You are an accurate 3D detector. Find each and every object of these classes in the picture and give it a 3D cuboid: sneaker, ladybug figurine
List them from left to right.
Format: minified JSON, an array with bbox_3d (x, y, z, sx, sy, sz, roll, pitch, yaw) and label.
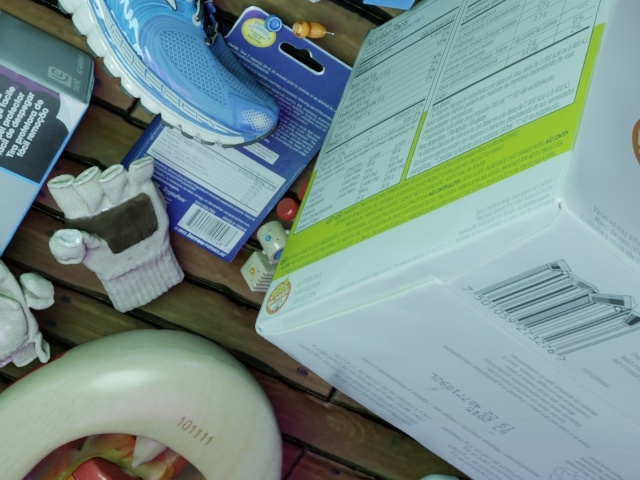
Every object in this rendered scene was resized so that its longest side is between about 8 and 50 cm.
[{"bbox_3d":[-0.227,0.248,1.538,0.305,0.162,0.449,38,110,-24],"label":"ladybug figurine"},{"bbox_3d":[-0.135,-0.216,1.282,0.147,0.130,0.330,-38,107,10],"label":"sneaker"}]

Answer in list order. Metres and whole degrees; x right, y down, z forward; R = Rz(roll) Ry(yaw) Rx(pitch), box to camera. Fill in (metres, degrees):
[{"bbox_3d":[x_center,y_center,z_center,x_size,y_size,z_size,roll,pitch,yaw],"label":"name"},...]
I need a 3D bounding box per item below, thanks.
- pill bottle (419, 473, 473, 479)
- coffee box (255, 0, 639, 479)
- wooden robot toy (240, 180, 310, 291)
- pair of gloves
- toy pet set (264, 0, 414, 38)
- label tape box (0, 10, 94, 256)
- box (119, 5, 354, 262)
[{"bbox_3d":[0.247,0.360,1.633,0.334,0.188,0.188,13,118,-13],"label":"pill bottle"},{"bbox_3d":[0.217,-0.019,1.258,0.337,0.334,0.338,36,144,-23],"label":"coffee box"},{"bbox_3d":[0.000,0.000,1.447,0.173,0.079,0.076,-39,148,17],"label":"wooden robot toy"},{"bbox_3d":[-0.236,0.030,1.381,0.240,0.042,0.204,-26,142,-14],"label":"pair of gloves"},{"bbox_3d":[0.024,-0.223,1.324,0.114,0.065,0.122,6,104,-18],"label":"toy pet set"},{"bbox_3d":[-0.402,-0.114,1.338,0.347,0.115,0.249,25,116,-20],"label":"label tape box"},{"bbox_3d":[-0.074,-0.098,1.421,0.136,0.036,0.225,31,114,-21],"label":"box"}]
